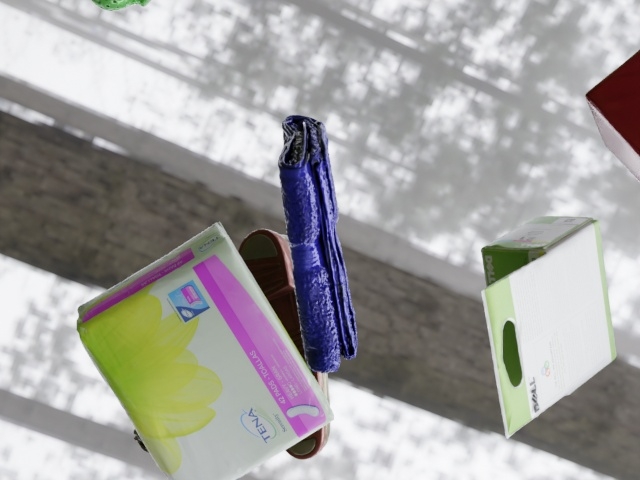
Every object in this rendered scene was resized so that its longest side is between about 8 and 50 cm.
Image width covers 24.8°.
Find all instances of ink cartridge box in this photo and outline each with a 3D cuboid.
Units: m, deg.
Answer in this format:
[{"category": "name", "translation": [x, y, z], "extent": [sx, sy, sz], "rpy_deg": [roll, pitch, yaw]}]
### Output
[{"category": "ink cartridge box", "translation": [0.241, 0.097, 1.731], "extent": [0.097, 0.255, 0.189], "rpy_deg": [3, -70, 41]}]

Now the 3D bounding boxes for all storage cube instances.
[{"category": "storage cube", "translation": [0.442, -0.128, 1.665], "extent": [0.183, 0.193, 0.215], "rpy_deg": [-41, 158, 5]}]

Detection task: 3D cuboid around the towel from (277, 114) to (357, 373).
[{"category": "towel", "translation": [0.000, 0.000, 1.968], "extent": [0.228, 0.076, 0.308], "rpy_deg": [-87, 171, -67]}]

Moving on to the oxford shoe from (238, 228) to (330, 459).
[{"category": "oxford shoe", "translation": [-0.025, 0.153, 2.182], "extent": [0.123, 0.130, 0.348], "rpy_deg": [-17, -104, 35]}]

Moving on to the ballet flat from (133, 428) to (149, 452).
[{"category": "ballet flat", "translation": [-0.288, 0.283, 2.414], "extent": [0.250, 0.058, 0.084], "rpy_deg": [-117, -141, -67]}]

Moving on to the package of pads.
[{"category": "package of pads", "translation": [-0.149, 0.161, 1.832], "extent": [0.229, 0.296, 0.101], "rpy_deg": [-31, -161, -1]}]

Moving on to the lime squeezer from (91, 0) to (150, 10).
[{"category": "lime squeezer", "translation": [-0.208, -0.307, 1.610], "extent": [0.110, 0.310, 0.059], "rpy_deg": [59, -32, 27]}]
